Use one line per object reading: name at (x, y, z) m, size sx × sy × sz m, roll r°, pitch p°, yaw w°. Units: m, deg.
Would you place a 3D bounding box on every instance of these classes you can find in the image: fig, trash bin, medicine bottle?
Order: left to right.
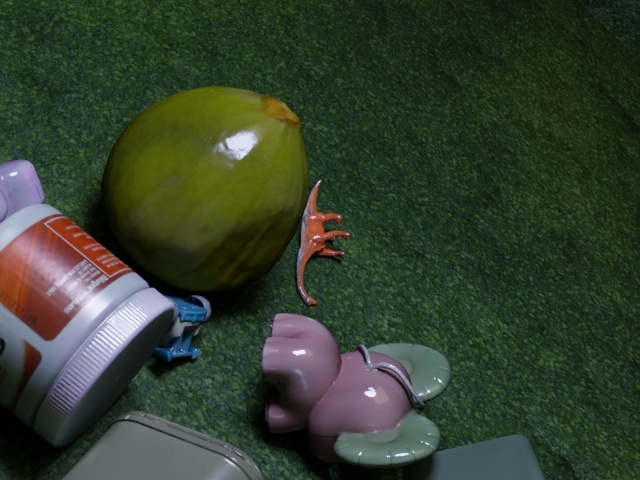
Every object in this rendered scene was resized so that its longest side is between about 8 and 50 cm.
medicine bottle at (-0.366, 0.112, 1.728) m, size 0.241 × 0.252 × 0.252 m, roll 37°, pitch 38°, yaw 6°
trash bin at (-0.233, 0.351, 1.634) m, size 0.243 × 0.121 × 0.247 m, roll 17°, pitch 35°, yaw 23°
fig at (-0.173, -0.096, 2.019) m, size 0.343 × 0.343 × 0.343 m, roll 20°, pitch 40°, yaw -17°
trash bin at (0.252, 0.469, 1.822) m, size 0.223 × 0.158 × 0.343 m, roll -12°, pitch 44°, yaw -4°

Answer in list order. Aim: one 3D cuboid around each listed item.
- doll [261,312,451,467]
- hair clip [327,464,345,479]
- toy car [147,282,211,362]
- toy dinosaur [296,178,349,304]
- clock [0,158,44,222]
doll at (0.057, 0.229, 1.912) m, size 0.268 × 0.216 × 0.284 m, roll 2°, pitch 33°, yaw 10°
hair clip at (0.046, 0.412, 1.876) m, size 0.049 × 0.049 × 0.173 m, roll -1°, pitch 50°, yaw -36°
toy car at (-0.259, 0.121, 1.948) m, size 0.161 × 0.098 × 0.126 m, roll 15°, pitch 3°, yaw 21°
toy dinosaur at (-0.002, 0.004, 2.272) m, size 0.101 × 0.055 × 0.279 m, roll 7°, pitch 45°, yaw -16°
clock at (-0.560, -0.022, 1.740) m, size 0.322 × 0.295 × 0.113 m, roll -38°, pitch 116°, yaw -55°
